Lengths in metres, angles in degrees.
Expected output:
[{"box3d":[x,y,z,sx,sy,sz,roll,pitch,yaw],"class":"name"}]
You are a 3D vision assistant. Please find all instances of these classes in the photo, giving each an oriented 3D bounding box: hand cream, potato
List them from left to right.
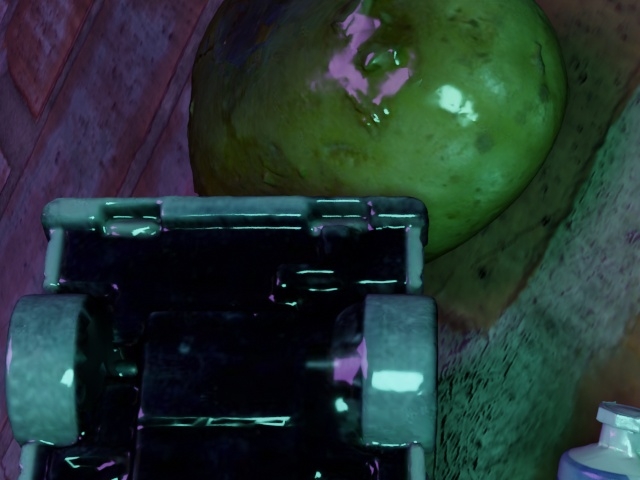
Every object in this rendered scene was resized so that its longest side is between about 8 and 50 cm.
[{"box3d":[0.025,-0.081,0.962,0.307,0.173,0.210,-1,61,63],"class":"potato"},{"box3d":[0.130,0.146,0.753,0.084,0.053,0.142,22,101,62],"class":"hand cream"}]

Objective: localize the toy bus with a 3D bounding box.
[{"box3d":[-0.046,0.215,0.789,0.249,0.209,0.440,87,-176,-56],"class":"toy bus"}]
